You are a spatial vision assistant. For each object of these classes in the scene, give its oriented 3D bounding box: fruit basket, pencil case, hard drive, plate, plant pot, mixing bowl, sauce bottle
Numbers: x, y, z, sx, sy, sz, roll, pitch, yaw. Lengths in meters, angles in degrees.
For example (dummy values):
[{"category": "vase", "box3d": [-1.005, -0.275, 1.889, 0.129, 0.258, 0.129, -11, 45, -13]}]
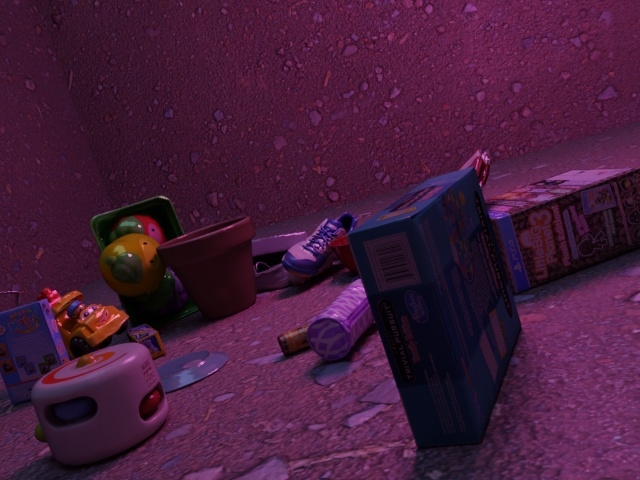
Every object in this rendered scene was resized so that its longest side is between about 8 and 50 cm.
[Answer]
[{"category": "fruit basket", "box3d": [-0.494, 0.063, 1.865, 0.283, 0.391, 0.392, -22, 9, -26]}, {"category": "pencil case", "box3d": [0.053, 0.135, 1.162, 0.088, 0.086, 0.206, -28, 6, 31]}, {"category": "hard drive", "box3d": [-0.160, 0.055, 1.984, 0.255, 0.054, 0.172, -11, -32, -9]}, {"category": "plate", "box3d": [-0.275, 0.255, 1.306, 0.188, 0.024, 0.188, -18, 7, 2]}, {"category": "plant pot", "box3d": [-0.279, 0.081, 1.761, 0.263, 0.229, 0.263, -17, 8, 2]}, {"category": "mixing bowl", "box3d": [0.123, 0.029, 1.709, 0.182, 0.098, 0.181, -17, 8, 3]}, {"category": "sauce bottle", "box3d": [-0.015, 0.173, 1.224, 0.128, 0.042, 0.042, -21, 8, -12]}]

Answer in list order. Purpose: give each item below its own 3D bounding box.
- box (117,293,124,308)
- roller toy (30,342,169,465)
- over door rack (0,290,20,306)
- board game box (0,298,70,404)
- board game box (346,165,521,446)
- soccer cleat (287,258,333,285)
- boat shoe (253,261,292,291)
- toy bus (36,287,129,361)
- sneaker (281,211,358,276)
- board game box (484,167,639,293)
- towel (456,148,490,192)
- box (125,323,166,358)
[{"category": "box", "box3d": [-0.623, 0.166, 2.417, 0.245, 0.100, 0.060, -17, 7, 5]}, {"category": "roller toy", "box3d": [-0.351, 0.251, 1.056, 0.209, 0.146, 0.191, -22, 10, -33]}, {"category": "over door rack", "box3d": [-0.760, 0.261, 1.355, 0.240, 0.324, 0.108, -11, -27, 38]}, {"category": "board game box", "box3d": [-0.658, 0.253, 1.485, 0.160, 0.211, 0.039, -16, 7, 13]}, {"category": "board game box", "box3d": [0.163, 0.061, 0.837, 0.079, 0.253, 0.336, -14, 8, 27]}, {"category": "soccer cleat", "box3d": [-0.026, 0.064, 1.874, 0.068, 0.076, 0.196, -12, 9, 36]}, {"category": "boat shoe", "box3d": [-0.165, 0.100, 1.919, 0.228, 0.081, 0.079, -11, 10, 42]}, {"category": "toy bus", "box3d": [-0.608, 0.197, 1.609, 0.220, 0.211, 0.149, -35, 6, 38]}, {"category": "sneaker", "box3d": [0.000, 0.000, 1.799, 0.112, 0.130, 0.296, 32, 32, 18]}, {"category": "board game box", "box3d": [0.432, -0.028, 1.257, 0.291, 0.141, 0.232, -19, 8, -7]}, {"category": "towel", "box3d": [0.228, -0.015, 1.255, 0.237, 0.037, 0.329, -49, 11, 40]}, {"category": "box", "box3d": [-0.420, 0.244, 1.574, 0.054, 0.059, 0.169, -23, 9, -22]}]
